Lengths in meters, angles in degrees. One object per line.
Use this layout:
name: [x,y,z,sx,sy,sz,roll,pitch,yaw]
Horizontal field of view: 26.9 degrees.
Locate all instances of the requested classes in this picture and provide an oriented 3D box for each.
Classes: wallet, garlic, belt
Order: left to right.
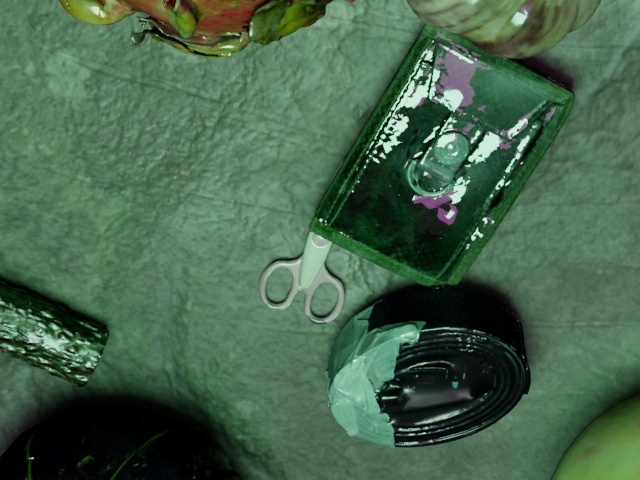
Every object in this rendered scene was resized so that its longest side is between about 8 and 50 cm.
belt: [0.099,0.123,1.282,0.198,0.078,0.151,-17,125,13]
wallet: [0.110,-0.070,1.227,0.160,0.055,0.236,25,111,-13]
garlic: [0.140,-0.273,1.091,0.245,0.160,0.245,-7,102,-33]

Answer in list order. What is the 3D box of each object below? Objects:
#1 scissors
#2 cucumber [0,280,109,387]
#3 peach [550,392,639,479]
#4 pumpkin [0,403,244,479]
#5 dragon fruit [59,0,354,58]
scissors: [0.000,0.000,1.284,0.085,0.022,0.176,19,115,-2]
cucumber: [-0.351,0.058,1.305,0.293,0.067,0.067,24,111,-6]
peach: [0.357,0.271,1.253,0.292,0.292,0.247,29,154,-8]
pumpkin: [-0.187,0.300,1.320,0.296,0.296,0.296,1,112,3]
dragon fruit: [-0.104,-0.272,1.043,0.291,0.250,0.269,-3,69,-3]
